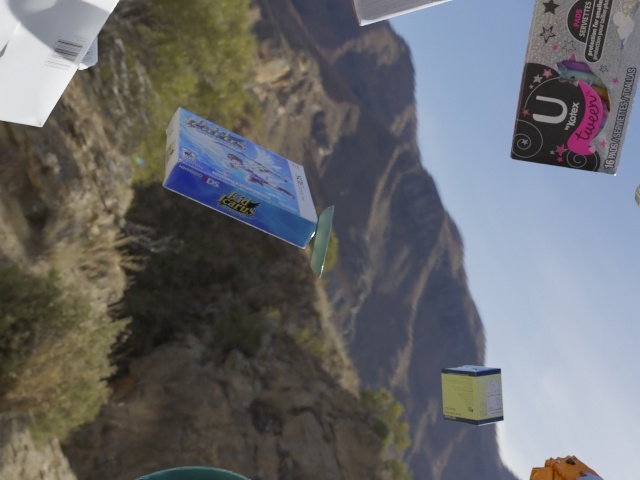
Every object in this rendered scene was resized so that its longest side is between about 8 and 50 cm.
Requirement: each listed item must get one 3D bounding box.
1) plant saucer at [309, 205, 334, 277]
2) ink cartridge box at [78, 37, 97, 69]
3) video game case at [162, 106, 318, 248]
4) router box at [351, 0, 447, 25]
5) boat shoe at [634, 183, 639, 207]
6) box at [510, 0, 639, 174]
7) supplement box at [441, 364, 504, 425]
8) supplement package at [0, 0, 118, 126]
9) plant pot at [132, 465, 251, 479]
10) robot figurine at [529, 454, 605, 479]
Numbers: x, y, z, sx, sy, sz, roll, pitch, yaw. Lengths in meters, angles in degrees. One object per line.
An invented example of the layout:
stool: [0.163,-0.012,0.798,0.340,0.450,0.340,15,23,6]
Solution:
plant saucer: [0.000,0.000,1.399,0.119,0.021,0.119,-168,-90,-88]
ink cartridge box: [-0.444,-0.426,1.452,0.208,0.045,0.206,44,-37,26]
video game case: [-0.144,-0.116,1.551,0.269,0.061,0.244,24,22,-21]
router box: [0.211,-0.573,1.776,0.301,0.335,0.082,-99,172,-54]
boat shoe: [0.589,-0.066,1.291,0.081,0.228,0.079,98,2,-49]
box: [0.333,-0.234,1.116,0.163,0.142,0.247,-60,156,-56]
supplement box: [0.240,0.244,1.380,0.083,0.056,0.083,-7,-95,57]
supplement package: [-0.395,-0.294,1.067,0.204,0.262,0.145,5,47,-46]
plant pot: [-0.176,0.479,1.115,0.293,0.293,0.235,-111,-169,-63]
robot figurine: [0.326,0.377,0.940,0.291,0.085,0.211,-136,-129,-57]
